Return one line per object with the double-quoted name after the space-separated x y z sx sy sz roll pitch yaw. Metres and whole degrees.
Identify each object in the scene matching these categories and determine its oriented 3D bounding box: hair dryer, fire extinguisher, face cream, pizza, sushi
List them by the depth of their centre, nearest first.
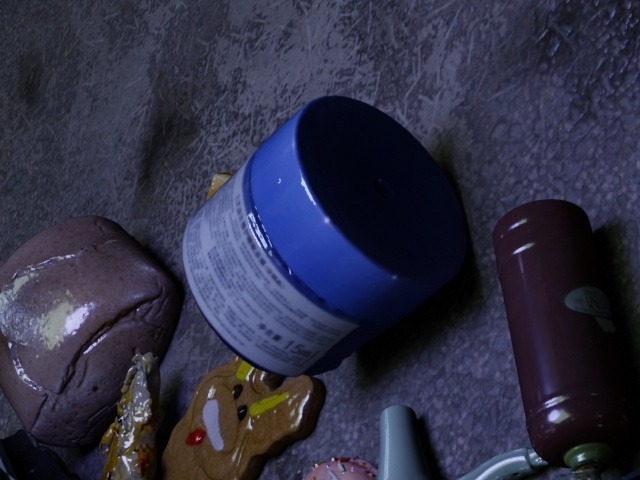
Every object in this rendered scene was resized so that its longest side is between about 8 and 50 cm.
0.253 0.121 1.555 0.138 0.102 0.344 -14 54 10 "fire extinguisher"
0.124 0.229 1.699 0.225 0.088 0.219 -46 35 9 "hair dryer"
0.000 0.000 1.821 0.225 0.249 0.249 -39 44 35 "face cream"
-0.249 0.296 2.138 0.189 0.071 0.297 127 149 -67 "pizza"
-0.392 0.332 2.246 0.373 0.100 0.296 8 121 64 "sushi"

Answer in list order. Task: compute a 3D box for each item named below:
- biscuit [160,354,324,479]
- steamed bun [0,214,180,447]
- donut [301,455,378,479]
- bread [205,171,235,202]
-0.107 0.223 2.031 0.295 0.044 0.186 -47 38 28 "biscuit"
-0.356 0.118 2.286 0.301 0.199 0.251 -58 37 16 "steamed bun"
0.014 0.290 1.810 0.166 0.065 0.117 -35 47 37 "donut"
-0.098 -0.054 2.158 0.132 0.053 0.074 4 80 54 "bread"
